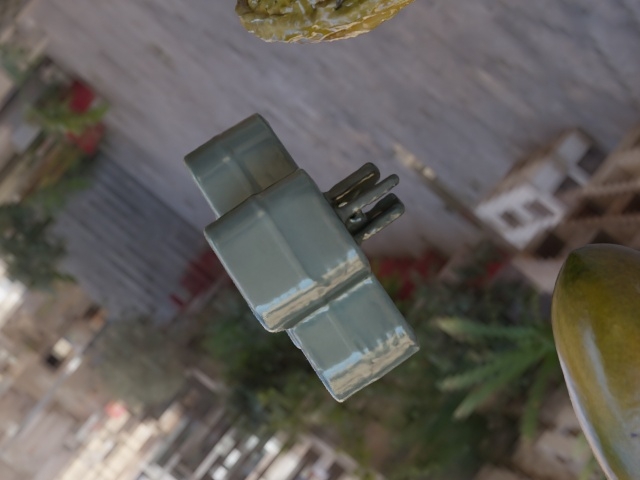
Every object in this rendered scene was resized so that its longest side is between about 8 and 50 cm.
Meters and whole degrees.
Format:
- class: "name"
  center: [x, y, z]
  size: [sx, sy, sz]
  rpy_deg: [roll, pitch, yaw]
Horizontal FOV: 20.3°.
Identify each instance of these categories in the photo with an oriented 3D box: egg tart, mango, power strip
- class: "egg tart"
  center: [0.040, -0.277, 1.475]
  size: [0.123, 0.294, 0.294]
  rpy_deg: [56, 167, -22]
- class: "mango"
  center: [0.154, 0.074, 0.754]
  size: [0.163, 0.089, 0.111]
  rpy_deg: [42, -165, -38]
- class: "power strip"
  center: [0.000, 0.000, 1.393]
  size: [0.229, 0.141, 0.261]
  rpy_deg: [56, 179, 5]
